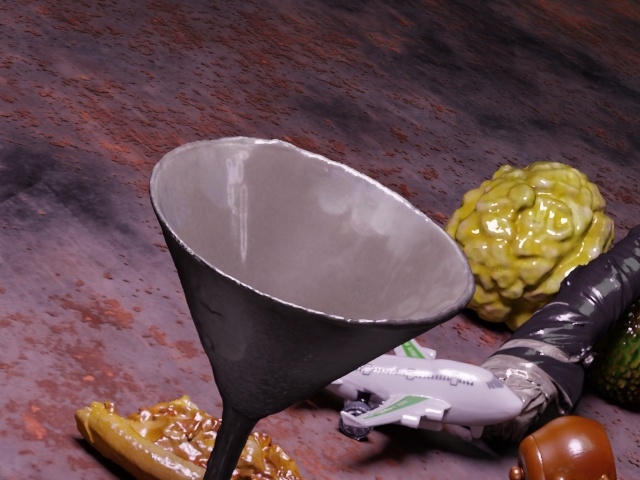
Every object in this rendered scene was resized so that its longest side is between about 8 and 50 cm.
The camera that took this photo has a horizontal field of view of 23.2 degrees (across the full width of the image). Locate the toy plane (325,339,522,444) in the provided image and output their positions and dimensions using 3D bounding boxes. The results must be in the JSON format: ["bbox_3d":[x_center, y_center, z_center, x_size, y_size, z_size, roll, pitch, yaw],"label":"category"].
[{"bbox_3d":[0.094,0.164,1.716,0.255,0.101,0.251,16,26,4],"label":"toy plane"}]

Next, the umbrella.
[{"bbox_3d":[0.302,0.109,1.846,0.113,0.106,0.357,21,50,41],"label":"umbrella"}]

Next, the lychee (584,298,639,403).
[{"bbox_3d":[0.398,0.120,1.961,0.171,0.171,0.171,17,27,-9],"label":"lychee"}]

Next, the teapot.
[{"bbox_3d":[0.259,0.249,1.687,0.116,0.116,0.173,16,9,-10],"label":"teapot"}]

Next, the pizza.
[{"bbox_3d":[-0.108,0.216,1.532,0.271,0.056,0.134,27,35,9],"label":"pizza"}]

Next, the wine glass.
[{"bbox_3d":[-0.068,0.153,1.288,0.267,0.406,0.267,17,25,-8],"label":"wine glass"}]

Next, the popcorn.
[{"bbox_3d":[0.274,0.011,2.033,0.259,0.259,0.212,-12,52,-48],"label":"popcorn"}]
